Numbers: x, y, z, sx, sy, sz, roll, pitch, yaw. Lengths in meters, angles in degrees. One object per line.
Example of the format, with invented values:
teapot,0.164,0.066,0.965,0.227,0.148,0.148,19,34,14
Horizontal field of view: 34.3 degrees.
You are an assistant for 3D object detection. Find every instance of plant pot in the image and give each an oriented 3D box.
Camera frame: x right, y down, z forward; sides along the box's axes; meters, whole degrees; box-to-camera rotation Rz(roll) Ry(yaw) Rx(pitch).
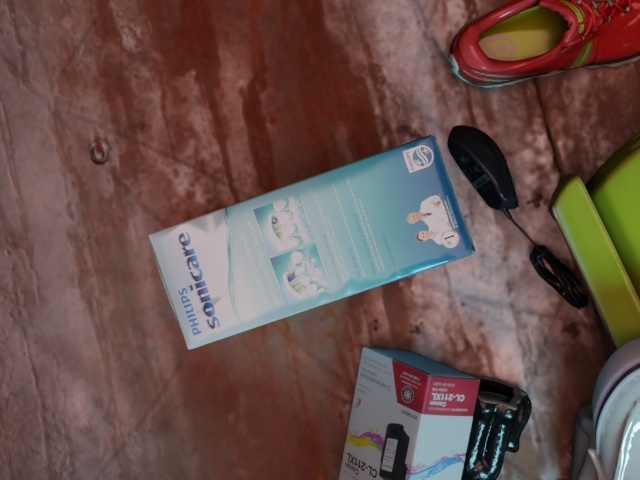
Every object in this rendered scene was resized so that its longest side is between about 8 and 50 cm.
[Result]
plant pot,0.356,-0.008,1.041,0.207,0.227,0.228,-25,89,12

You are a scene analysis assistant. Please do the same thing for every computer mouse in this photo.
computer mouse,0.222,-0.030,1.130,0.041,0.071,0.242,-36,90,-9

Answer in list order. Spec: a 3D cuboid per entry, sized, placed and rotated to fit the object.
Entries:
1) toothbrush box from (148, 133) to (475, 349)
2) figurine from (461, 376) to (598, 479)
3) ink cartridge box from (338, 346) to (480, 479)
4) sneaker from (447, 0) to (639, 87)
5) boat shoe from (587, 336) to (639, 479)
toothbrush box,0.000,0.000,1.079,0.295,0.216,0.126,-20,90,8
figurine,0.236,0.277,1.139,0.214,0.092,0.210,12,102,5
ink cartridge box,0.091,0.215,1.116,0.072,0.127,0.175,8,94,-33
sneaker,0.272,-0.225,1.088,0.278,0.118,0.107,-20,91,7
boat shoe,0.324,0.270,0.980,0.135,0.156,0.367,-2,123,8
